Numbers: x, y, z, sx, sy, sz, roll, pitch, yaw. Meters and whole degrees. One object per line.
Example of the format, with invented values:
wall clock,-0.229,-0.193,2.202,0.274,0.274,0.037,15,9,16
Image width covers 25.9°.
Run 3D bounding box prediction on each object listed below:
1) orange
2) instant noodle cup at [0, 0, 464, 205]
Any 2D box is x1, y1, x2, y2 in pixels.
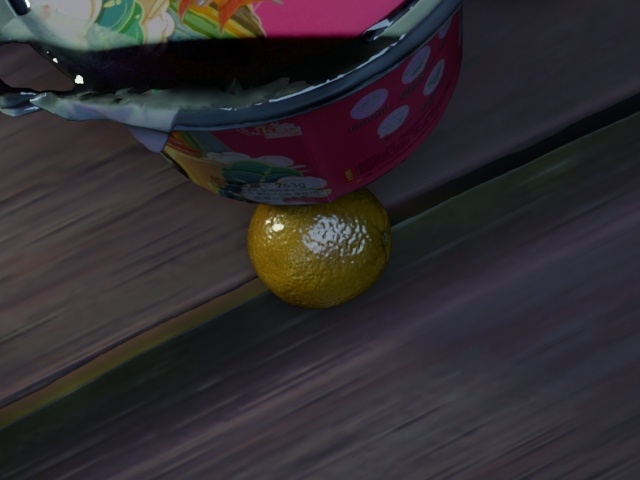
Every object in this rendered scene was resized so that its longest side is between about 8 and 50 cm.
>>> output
orange,0.000,0.000,0.793,0.085,0.085,0.085,0,88,-4
instant noodle cup,-0.025,-0.131,0.719,0.302,0.181,0.258,-32,62,-5
